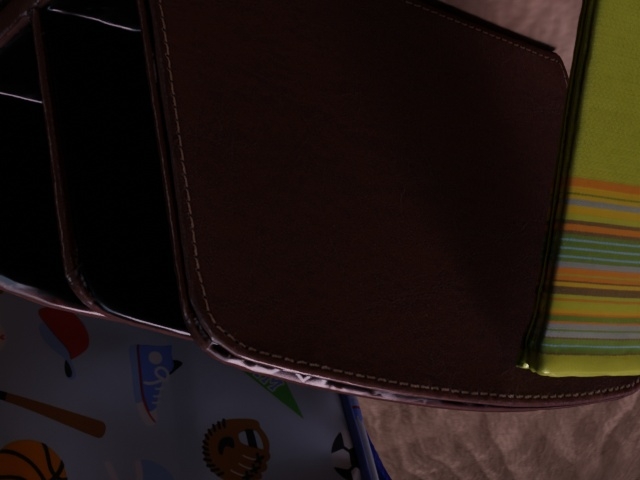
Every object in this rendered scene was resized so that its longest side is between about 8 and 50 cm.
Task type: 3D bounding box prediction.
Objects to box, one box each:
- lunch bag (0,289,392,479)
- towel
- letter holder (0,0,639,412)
[{"bbox_3d":[-0.087,0.105,0.710,0.243,0.303,0.115,-2,152,-24],"label":"lunch bag"},{"bbox_3d":[0.144,-0.055,0.574,0.102,0.237,0.021,5,-175,-40],"label":"towel"},{"bbox_3d":[0.000,0.000,0.616,0.302,0.214,0.152,10,149,-44],"label":"letter holder"}]
